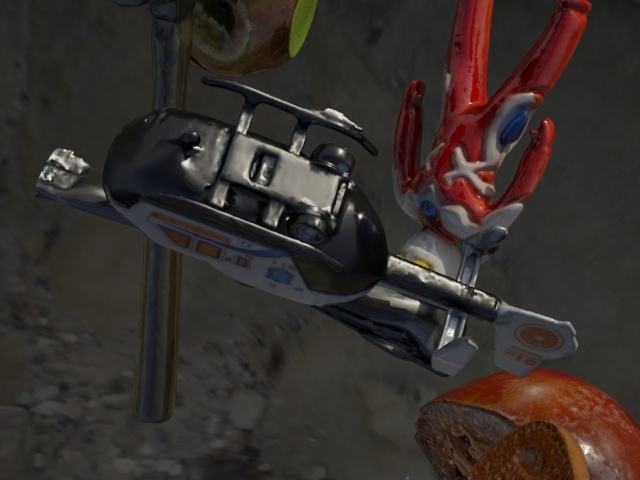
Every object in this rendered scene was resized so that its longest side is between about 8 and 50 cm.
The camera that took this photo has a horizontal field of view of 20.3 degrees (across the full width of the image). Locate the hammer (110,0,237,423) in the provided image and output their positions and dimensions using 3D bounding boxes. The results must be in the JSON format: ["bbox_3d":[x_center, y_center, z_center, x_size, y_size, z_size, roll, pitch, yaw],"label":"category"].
[{"bbox_3d":[-0.139,-0.042,1.561,0.044,0.168,0.440,14,113,21],"label":"hammer"}]

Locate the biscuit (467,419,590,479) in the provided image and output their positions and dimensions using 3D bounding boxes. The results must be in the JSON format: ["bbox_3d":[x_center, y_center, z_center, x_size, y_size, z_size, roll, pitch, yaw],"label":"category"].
[{"bbox_3d":[0.089,0.123,0.795,0.015,0.091,0.078,35,122,-26],"label":"biscuit"}]

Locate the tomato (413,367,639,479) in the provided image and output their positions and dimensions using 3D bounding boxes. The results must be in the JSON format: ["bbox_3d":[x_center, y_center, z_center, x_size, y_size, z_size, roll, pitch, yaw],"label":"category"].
[{"bbox_3d":[0.259,0.246,1.754,0.144,0.338,0.338,-39,82,-20],"label":"tomato"}]

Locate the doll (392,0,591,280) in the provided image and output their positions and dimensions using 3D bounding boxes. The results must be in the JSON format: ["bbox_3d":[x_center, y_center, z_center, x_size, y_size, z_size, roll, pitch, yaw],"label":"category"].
[{"bbox_3d":[0.148,-0.083,1.828,0.188,0.099,0.384,20,97,41],"label":"doll"}]

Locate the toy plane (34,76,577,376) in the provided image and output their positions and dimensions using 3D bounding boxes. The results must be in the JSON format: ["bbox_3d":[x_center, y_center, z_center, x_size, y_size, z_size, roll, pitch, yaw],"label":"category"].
[{"bbox_3d":[0.001,0.000,0.615,0.197,0.078,0.053,21,62,-8],"label":"toy plane"}]

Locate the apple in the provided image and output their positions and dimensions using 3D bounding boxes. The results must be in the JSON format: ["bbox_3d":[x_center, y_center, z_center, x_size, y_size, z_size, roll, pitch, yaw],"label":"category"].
[{"bbox_3d":[-0.077,-0.240,1.704,0.146,0.147,0.163,19,127,14],"label":"apple"}]
